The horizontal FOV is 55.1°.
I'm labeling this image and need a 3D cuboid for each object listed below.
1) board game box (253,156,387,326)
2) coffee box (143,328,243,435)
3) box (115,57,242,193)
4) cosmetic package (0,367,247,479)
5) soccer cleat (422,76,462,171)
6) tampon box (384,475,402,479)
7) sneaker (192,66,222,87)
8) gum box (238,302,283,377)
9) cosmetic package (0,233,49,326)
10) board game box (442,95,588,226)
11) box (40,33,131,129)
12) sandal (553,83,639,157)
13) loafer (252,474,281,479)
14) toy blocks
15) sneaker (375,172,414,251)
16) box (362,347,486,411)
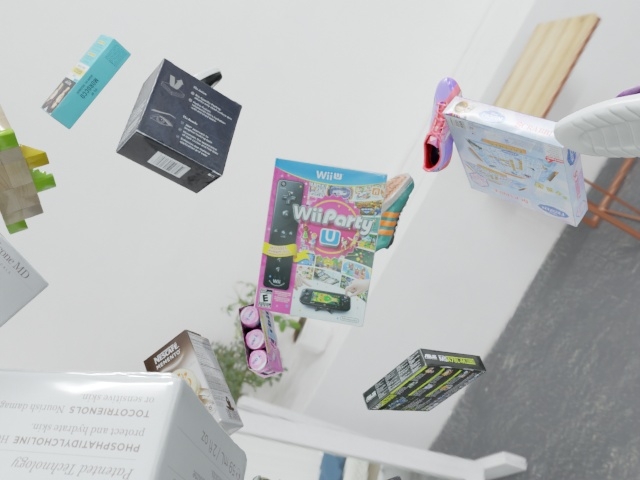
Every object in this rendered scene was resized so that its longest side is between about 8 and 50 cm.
[{"bbox_3d":[0.000,0.000,1.226,0.097,0.224,0.303,-44,-37,-83],"label":"board game box"},{"bbox_3d":[-0.296,0.351,1.411,0.141,0.098,0.246,-37,57,9],"label":"coffee box"},{"bbox_3d":[-0.234,-0.189,1.033,0.093,0.156,0.158,-25,46,47],"label":"box"},{"bbox_3d":[-0.319,0.414,0.793,0.329,0.328,0.393,74,-161,-52],"label":"cosmetic package"},{"bbox_3d":[0.314,-0.296,1.598,0.095,0.083,0.247,-29,-48,-48],"label":"soccer cleat"},{"bbox_3d":[0.144,0.683,1.523,0.161,0.101,0.120,-42,62,22],"label":"tampon box"},{"bbox_3d":[-0.277,-0.272,1.331,0.217,0.121,0.079,-39,4,-11],"label":"sneaker"},{"bbox_3d":[-0.161,0.277,1.670,0.062,0.107,0.188,-20,61,10],"label":"gum box"},{"bbox_3d":[-0.902,0.174,1.418,0.162,0.230,0.453,-1,41,50],"label":"cosmetic package"},{"bbox_3d":[0.487,-0.195,1.522,0.319,0.318,0.066,29,74,38],"label":"board game box"},{"bbox_3d":[-0.586,-0.398,1.529,0.244,0.060,0.101,-53,42,-5],"label":"box"},{"bbox_3d":[0.612,-0.237,1.047,0.416,0.169,0.102,-10,57,47],"label":"sandal"},{"bbox_3d":[-0.013,0.365,0.670,0.088,0.251,0.094,-19,10,3],"label":"loafer"},{"bbox_3d":[-0.799,-0.226,1.507,0.260,0.191,0.381,57,155,20],"label":"toy blocks"},{"bbox_3d":[0.175,-0.053,1.755,0.302,0.121,0.108,-49,26,3],"label":"sneaker"},{"bbox_3d":[0.214,0.293,1.267,0.190,0.184,0.045,-49,42,35],"label":"box"}]
